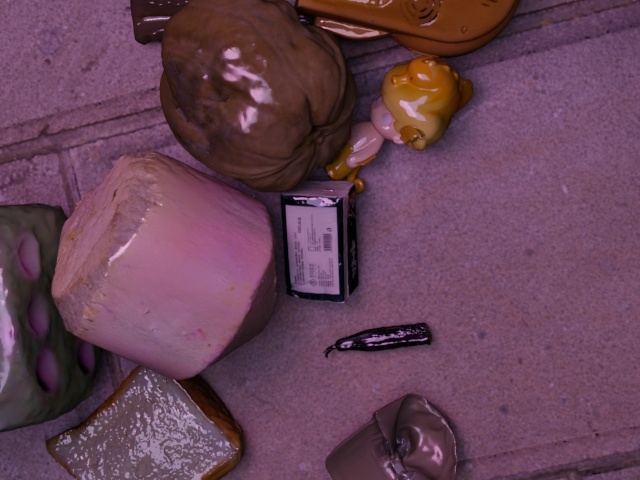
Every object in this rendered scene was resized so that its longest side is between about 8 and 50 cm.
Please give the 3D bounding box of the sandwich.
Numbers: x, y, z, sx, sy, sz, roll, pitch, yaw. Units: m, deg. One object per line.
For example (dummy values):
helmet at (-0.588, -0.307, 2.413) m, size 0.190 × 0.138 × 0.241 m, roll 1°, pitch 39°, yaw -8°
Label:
sandwich at (-0.265, 0.317, 1.862) m, size 0.251 × 0.087 × 0.226 m, roll -42°, pitch 87°, yaw 8°

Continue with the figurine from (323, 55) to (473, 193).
figurine at (0.109, -0.176, 1.771) m, size 0.246 × 0.131 × 0.156 m, roll -33°, pitch 47°, yaw 24°

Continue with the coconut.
coconut at (-0.204, 0.045, 1.729) m, size 0.309 × 0.297 × 0.297 m, roll 30°, pitch 98°, yaw -28°

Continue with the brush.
brush at (-0.137, -0.342, 1.832) m, size 0.301 × 0.071 × 0.084 m, roll -1°, pitch 108°, yaw 0°

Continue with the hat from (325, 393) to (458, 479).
hat at (0.109, 0.329, 1.824) m, size 0.166 × 0.144 × 0.173 m, roll 58°, pitch 143°, yaw 1°

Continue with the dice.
dice at (-0.523, 0.114, 1.777) m, size 0.330 × 0.318 × 0.322 m, roll -8°, pitch 92°, yaw 10°

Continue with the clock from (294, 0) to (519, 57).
clock at (0.136, -0.388, 1.726) m, size 0.317 × 0.200 × 0.244 m, roll 16°, pitch 98°, yaw 0°

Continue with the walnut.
walnut at (-0.093, -0.212, 1.710) m, size 0.277 × 0.282 × 0.253 m, roll 34°, pitch 91°, yaw 17°

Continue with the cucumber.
cucumber at (0.087, 0.153, 1.826) m, size 0.163 × 0.043 × 0.039 m, roll -8°, pitch 133°, yaw 12°

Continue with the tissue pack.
tissue pack at (0.000, 0.001, 1.786) m, size 0.103 × 0.090 × 0.170 m, roll 4°, pitch 111°, yaw 13°
